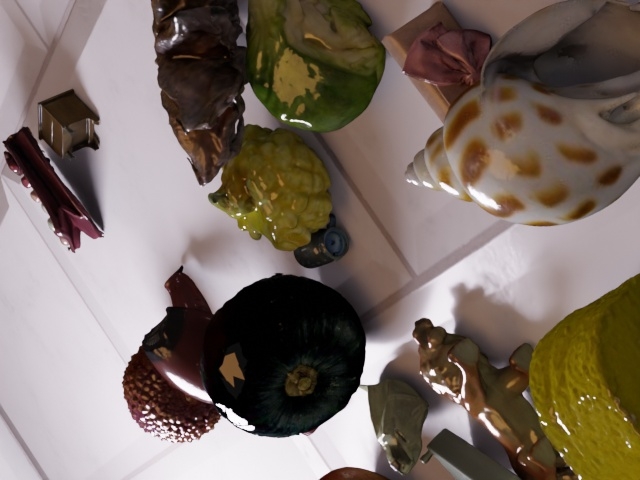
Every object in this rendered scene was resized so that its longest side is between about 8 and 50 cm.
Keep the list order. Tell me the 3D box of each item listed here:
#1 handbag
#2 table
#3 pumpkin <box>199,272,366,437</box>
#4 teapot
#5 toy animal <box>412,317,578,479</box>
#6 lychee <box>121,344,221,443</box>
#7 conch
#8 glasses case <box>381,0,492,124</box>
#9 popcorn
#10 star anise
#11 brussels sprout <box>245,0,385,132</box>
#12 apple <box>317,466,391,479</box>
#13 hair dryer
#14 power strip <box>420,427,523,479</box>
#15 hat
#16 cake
[{"bbox_3d":[-0.479,-0.086,1.996,0.216,0.074,0.203,53,170,5],"label":"handbag"},{"bbox_3d":[-0.422,-0.190,1.899,0.082,0.070,0.083,43,143,24],"label":"table"},{"bbox_3d":[-0.050,0.157,1.547,0.163,0.233,0.233,-127,21,-63],"label":"pumpkin"},{"bbox_3d":[0.003,0.003,1.524,0.049,0.063,0.083,35,152,-23],"label":"teapot"},{"bbox_3d":[0.226,0.206,1.360,0.312,0.097,0.157,49,158,10],"label":"toy animal"},{"bbox_3d":[-0.260,0.255,1.949,0.188,0.188,0.188,33,140,34],"label":"lychee"},{"bbox_3d":[0.202,-0.102,1.030,0.149,0.275,0.183,37,-140,-72],"label":"conch"},{"bbox_3d":[0.146,-0.157,1.144,0.193,0.102,0.070,54,141,7],"label":"glasses case"},{"bbox_3d":[-0.062,-0.067,1.477,0.173,0.142,0.173,17,142,14],"label":"popcorn"},{"bbox_3d":[-0.143,-0.232,1.361,0.332,0.117,0.331,177,90,-82],"label":"star anise"},{"bbox_3d":[-0.016,-0.207,1.289,0.183,0.131,0.145,45,140,12],"label":"brussels sprout"},{"bbox_3d":[0.053,0.427,1.678,0.168,0.181,0.181,11,127,26],"label":"apple"},{"bbox_3d":[-0.157,0.148,1.783,0.312,0.123,0.340,33,-166,-32],"label":"hair dryer"},{"bbox_3d":[0.223,0.326,1.419,0.145,0.061,0.216,47,173,-17],"label":"power strip"},{"bbox_3d":[0.103,0.249,1.553,0.166,0.081,0.122,161,90,-80],"label":"hat"},{"bbox_3d":[0.329,0.173,1.097,0.260,0.179,0.156,55,148,8],"label":"cake"}]
